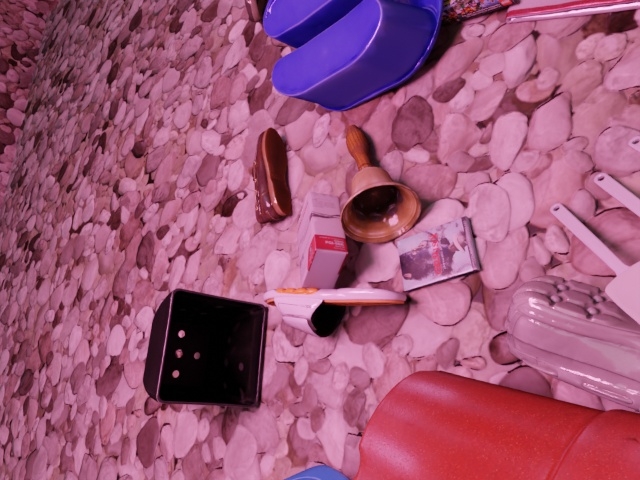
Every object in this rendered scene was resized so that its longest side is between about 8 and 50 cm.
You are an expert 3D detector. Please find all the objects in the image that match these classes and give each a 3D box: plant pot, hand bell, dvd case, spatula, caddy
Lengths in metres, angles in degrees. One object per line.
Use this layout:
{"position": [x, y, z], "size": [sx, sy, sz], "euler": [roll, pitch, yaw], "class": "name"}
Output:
{"position": [0.192, 0.260, 0.473], "size": [0.265, 0.273, 0.272], "euler": [8, 79, 51], "class": "plant pot"}
{"position": [-0.231, 0.205, 0.908], "size": [0.167, 0.188, 0.187], "euler": [-18, 62, 49], "class": "plant pot"}
{"position": [0.078, -0.124, 0.831], "size": [0.126, 0.126, 0.241], "euler": [-36, 41, 25], "class": "hand bell"}
{"position": [0.173, 0.022, 0.732], "size": [0.120, 0.013, 0.087], "euler": [-21, 61, 33], "class": "dvd case"}
{"position": [0.356, -0.022, 0.527], "size": [0.168, 0.019, 0.242], "euler": [-45, 28, 20], "class": "spatula"}
{"position": [0.054, -0.379, 0.881], "size": [0.342, 0.179, 0.241], "euler": [-13, 84, 46], "class": "caddy"}

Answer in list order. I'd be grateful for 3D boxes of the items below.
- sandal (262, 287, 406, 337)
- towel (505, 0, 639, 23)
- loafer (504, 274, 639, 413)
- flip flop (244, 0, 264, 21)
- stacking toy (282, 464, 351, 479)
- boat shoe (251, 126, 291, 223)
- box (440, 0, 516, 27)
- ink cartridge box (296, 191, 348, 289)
{"position": [0.009, 0.117, 0.778], "size": [0.266, 0.102, 0.076], "euler": [-6, 75, 38], "class": "sandal"}
{"position": [0.420, -0.477, 0.697], "size": [0.237, 0.037, 0.328], "euler": [15, 84, 44], "class": "towel"}
{"position": [0.346, 0.136, 0.490], "size": [0.320, 0.112, 0.111], "euler": [24, 127, 39], "class": "loafer"}
{"position": [-0.141, -0.670, 1.223], "size": [0.080, 0.112, 0.276], "euler": [-3, 67, 13], "class": "flip flop"}
{"position": [0.000, 0.463, 0.609], "size": [0.175, 0.166, 0.301], "euler": [-13, 93, 64], "class": "stacking toy"}
{"position": [-0.111, -0.133, 0.998], "size": [0.073, 0.073, 0.206], "euler": [-22, 60, 32], "class": "boat shoe"}
{"position": [0.272, -0.481, 0.801], "size": [0.159, 0.044, 0.232], "euler": [12, 82, 54], "class": "box"}
{"position": [0.000, 0.000, 0.815], "size": [0.099, 0.056, 0.135], "euler": [110, 160, -44], "class": "ink cartridge box"}
